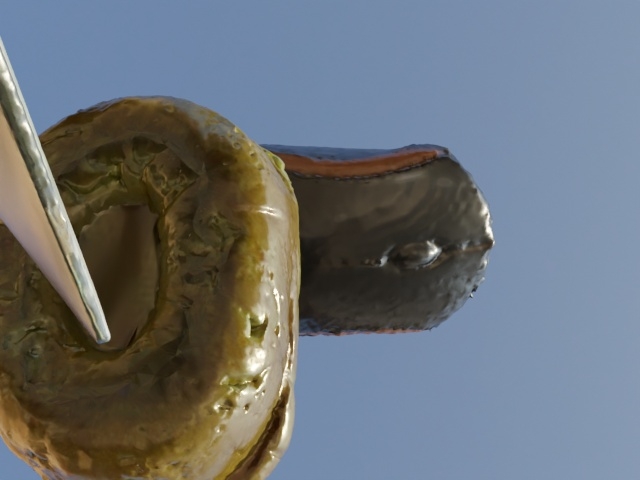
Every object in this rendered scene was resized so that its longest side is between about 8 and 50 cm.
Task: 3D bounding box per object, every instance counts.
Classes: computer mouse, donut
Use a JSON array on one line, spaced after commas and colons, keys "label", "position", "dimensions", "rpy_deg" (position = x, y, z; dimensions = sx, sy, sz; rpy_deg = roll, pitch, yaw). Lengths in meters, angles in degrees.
[{"label": "computer mouse", "position": [0.000, 0.002, 1.086], "dimensions": [0.323, 0.116, 0.183], "rpy_deg": [0, -67, -3]}, {"label": "donut", "position": [-0.117, 0.037, 0.752], "dimensions": [0.208, 0.128, 0.261], "rpy_deg": [-6, -114, 7]}]

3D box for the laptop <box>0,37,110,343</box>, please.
[{"label": "laptop", "position": [-0.167, -0.088, 0.506], "dimensions": [0.015, 0.187, 0.269], "rpy_deg": [-29, -138, -19]}]
